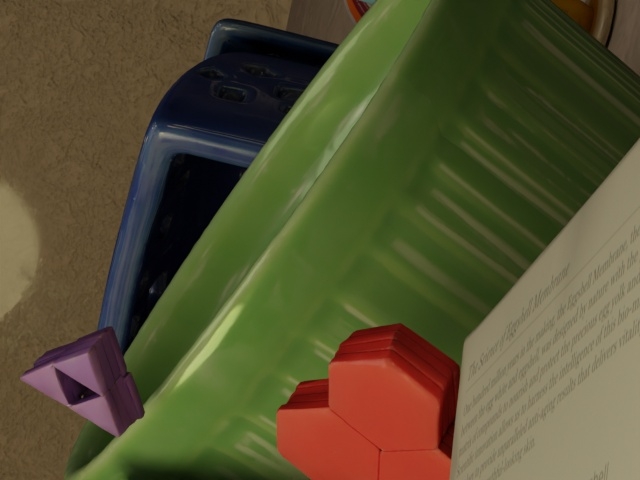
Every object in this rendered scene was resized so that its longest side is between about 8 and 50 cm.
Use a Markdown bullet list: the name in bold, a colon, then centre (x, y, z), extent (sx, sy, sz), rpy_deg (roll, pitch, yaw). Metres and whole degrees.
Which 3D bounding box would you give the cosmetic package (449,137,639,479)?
- **cosmetic package**: centre (0.112, 0.105, 0.456), extent (0.224, 0.138, 0.224), rpy_deg (118, 162, -68)

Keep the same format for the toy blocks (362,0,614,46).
- **toy blocks**: centre (0.076, -0.116, 1.047), extent (0.123, 0.148, 0.054), rpy_deg (114, 166, -58)

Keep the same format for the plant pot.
- **plant pot**: centre (0.000, 0.000, 1.179), extent (0.212, 0.236, 0.236), rpy_deg (-77, 2, -58)

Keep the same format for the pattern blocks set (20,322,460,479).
- **pattern blocks set**: centre (-0.009, 0.164, 0.722), extent (0.026, 0.285, 0.325), rpy_deg (-55, -51, -41)

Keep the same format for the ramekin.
- **ramekin**: centre (0.033, 0.022, 0.822), extent (0.303, 0.148, 0.303), rpy_deg (-53, 8, 10)

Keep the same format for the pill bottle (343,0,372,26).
- **pill bottle**: centre (0.091, -0.205, 1.173), extent (0.221, 0.121, 0.121), rpy_deg (119, 161, -66)
